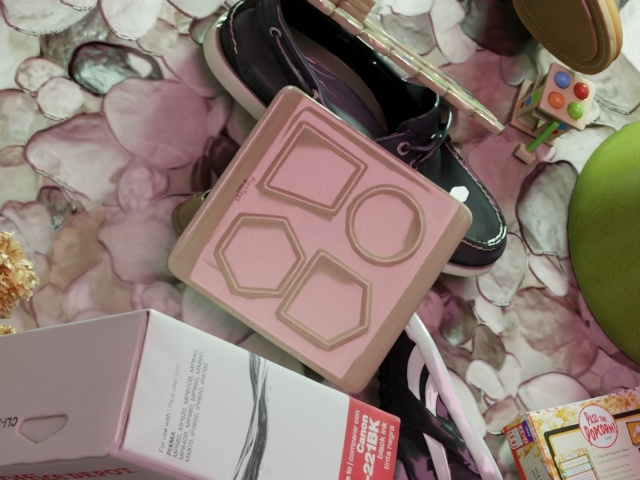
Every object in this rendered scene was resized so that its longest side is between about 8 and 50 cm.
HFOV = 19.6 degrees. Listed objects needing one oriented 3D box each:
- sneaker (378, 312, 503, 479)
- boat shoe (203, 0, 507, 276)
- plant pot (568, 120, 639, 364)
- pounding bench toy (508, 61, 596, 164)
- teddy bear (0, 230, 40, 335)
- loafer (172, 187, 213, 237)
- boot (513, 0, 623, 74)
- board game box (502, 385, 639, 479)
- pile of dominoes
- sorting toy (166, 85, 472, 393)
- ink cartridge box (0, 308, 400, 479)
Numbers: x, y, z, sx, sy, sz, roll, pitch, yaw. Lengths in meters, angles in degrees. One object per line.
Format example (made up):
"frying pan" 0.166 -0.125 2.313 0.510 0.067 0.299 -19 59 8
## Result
"sneaker" 0.061 0.153 1.623 0.121 0.079 0.217 -26 71 -7
"boat shoe" 0.056 -0.105 1.657 0.340 0.113 0.127 44 42 -6
"plant pot" 0.424 -0.026 1.721 0.275 0.293 0.274 7 73 -23
"pounding bench toy" 0.221 -0.118 1.778 0.052 0.065 0.083 27 67 -17
"teddy bear" -0.371 0.054 1.424 0.338 0.113 0.245 20 66 -20
"loafer" -0.057 -0.032 1.631 0.148 0.050 0.056 -21 86 -28
"boot" 0.277 -0.297 1.824 0.220 0.109 0.283 -12 60 -33
"board game box" 0.266 0.239 1.690 0.147 0.045 0.193 -8 71 -33
"pile of dominoes" 0.069 -0.185 1.644 0.251 0.196 0.040 33 100 -22
"sorting toy" 0.000 0.000 1.592 0.208 0.038 0.193 35 83 -11
"ink cartridge box" -0.105 0.156 1.429 0.273 0.197 0.114 26 64 -39
